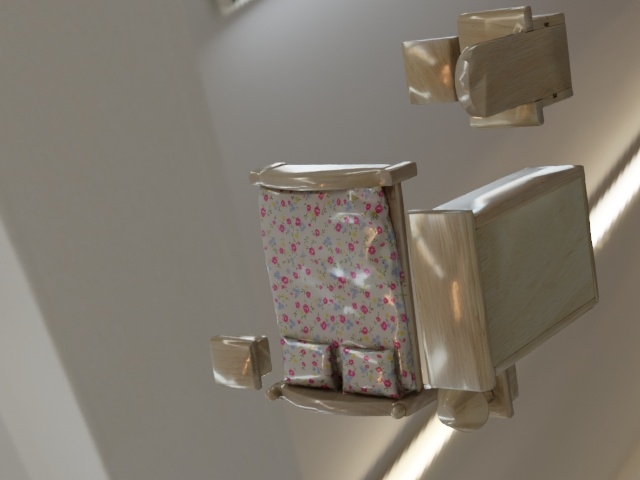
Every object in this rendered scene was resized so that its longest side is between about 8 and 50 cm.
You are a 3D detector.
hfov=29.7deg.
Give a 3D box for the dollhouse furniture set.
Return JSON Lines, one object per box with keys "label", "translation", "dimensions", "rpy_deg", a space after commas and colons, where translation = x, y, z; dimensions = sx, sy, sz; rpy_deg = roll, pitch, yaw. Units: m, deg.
{"label": "dollhouse furniture set", "translation": [0.000, 0.000, 0.893], "dimensions": [0.174, 0.355, 0.303], "rpy_deg": [-23, -71, -52]}
